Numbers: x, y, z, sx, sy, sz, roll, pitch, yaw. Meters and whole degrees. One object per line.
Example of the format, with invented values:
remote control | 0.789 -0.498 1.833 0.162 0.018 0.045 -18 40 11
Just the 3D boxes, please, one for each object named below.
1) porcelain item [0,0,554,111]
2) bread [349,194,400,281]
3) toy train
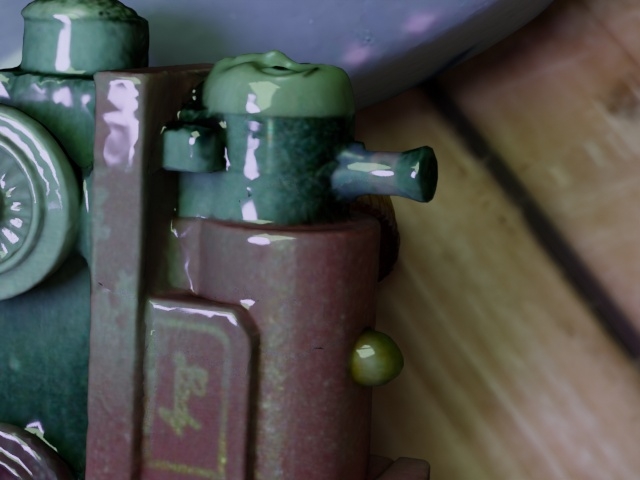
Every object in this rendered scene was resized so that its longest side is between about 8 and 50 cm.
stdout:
porcelain item | 0.007 -0.186 0.870 0.405 0.178 0.243 -30 60 10
bread | 0.000 0.000 0.835 0.085 0.085 0.053 -22 51 8
toy train | -0.061 0.048 0.741 0.221 0.150 0.304 5 101 19
